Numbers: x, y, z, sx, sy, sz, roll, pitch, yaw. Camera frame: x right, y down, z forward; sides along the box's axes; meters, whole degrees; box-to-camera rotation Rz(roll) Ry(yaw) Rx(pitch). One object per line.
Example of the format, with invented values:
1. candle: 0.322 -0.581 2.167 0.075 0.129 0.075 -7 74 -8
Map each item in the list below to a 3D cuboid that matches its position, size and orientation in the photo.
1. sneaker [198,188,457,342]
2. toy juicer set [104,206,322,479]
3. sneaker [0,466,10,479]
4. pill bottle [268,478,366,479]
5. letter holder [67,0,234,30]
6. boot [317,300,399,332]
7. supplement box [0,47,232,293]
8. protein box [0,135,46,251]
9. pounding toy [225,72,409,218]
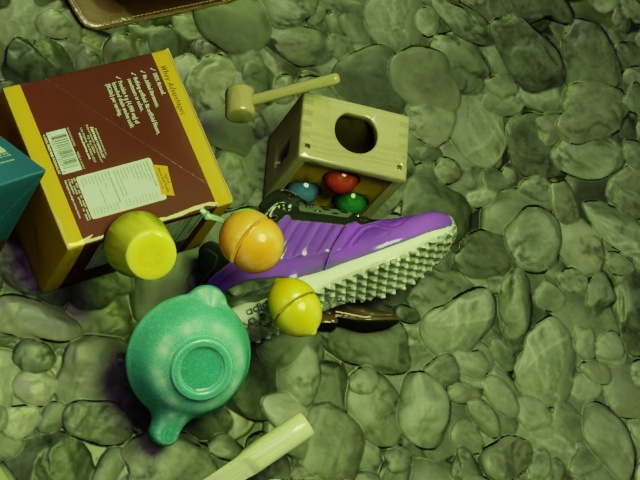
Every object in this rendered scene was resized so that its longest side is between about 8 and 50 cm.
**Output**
1. sneaker: 0.000 0.000 2.094 0.293 0.102 0.146 -20 69 -10
2. toy juicer set: -0.099 0.117 1.995 0.209 0.089 0.329 -13 105 -18
3. sneaker: -0.389 0.136 1.896 0.410 0.158 0.182 53 43 1
4. pill bottle: -0.018 0.291 1.997 0.152 0.086 0.086 4 67 -20
5. letter holder: -0.221 -0.416 2.189 0.214 0.152 0.301 -16 75 -25
6. boot: 0.033 0.044 2.155 0.106 0.037 0.114 3 63 -18
7. supplement box: -0.230 -0.076 2.047 0.194 0.129 0.191 -17 75 -27
8. protein box: -0.421 -0.059 1.888 0.201 0.136 0.200 36 20 10
9. pounding toy: -0.011 -0.104 2.116 0.206 0.181 0.094 12 64 -17
